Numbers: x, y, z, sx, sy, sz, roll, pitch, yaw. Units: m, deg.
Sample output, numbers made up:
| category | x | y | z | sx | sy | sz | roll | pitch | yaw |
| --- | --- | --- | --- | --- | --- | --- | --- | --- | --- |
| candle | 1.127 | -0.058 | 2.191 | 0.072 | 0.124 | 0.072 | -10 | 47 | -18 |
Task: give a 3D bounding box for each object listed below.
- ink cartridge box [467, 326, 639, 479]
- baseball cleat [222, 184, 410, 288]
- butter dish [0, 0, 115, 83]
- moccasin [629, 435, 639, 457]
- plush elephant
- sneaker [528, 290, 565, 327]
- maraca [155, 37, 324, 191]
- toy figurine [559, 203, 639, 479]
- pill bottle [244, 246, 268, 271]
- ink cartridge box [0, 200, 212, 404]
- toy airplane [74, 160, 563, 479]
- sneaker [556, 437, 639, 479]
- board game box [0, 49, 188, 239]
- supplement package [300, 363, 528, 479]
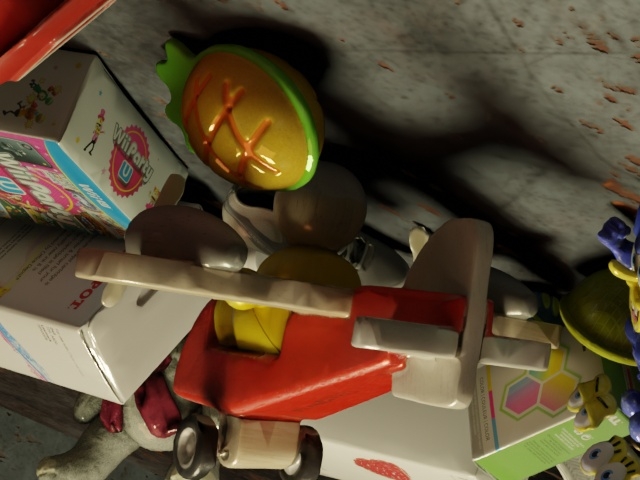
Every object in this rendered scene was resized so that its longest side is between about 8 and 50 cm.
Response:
| category | x | y | z | sx | sy | sz | roll | pitch | yaw |
| --- | --- | --- | --- | --- | --- | --- | --- | --- | --- |
| ink cartridge box | 0.244 | 0.146 | 1.330 | 0.209 | 0.109 | 0.062 | -29 | 129 | 27 |
| baseball cleat | 0.000 | 0.000 | 1.361 | 0.205 | 0.072 | 0.109 | 19 | 157 | -4 |
| butter dish | -0.206 | -0.198 | 0.972 | 0.118 | 0.160 | 0.160 | 51 | 152 | -12 |
| moccasin | 0.431 | 0.286 | 1.602 | 0.139 | 0.147 | 0.380 | 3 | 177 | 3 |
| plush elephant | -0.212 | 0.135 | 1.685 | 0.271 | 0.330 | 0.255 | 2 | 130 | 39 |
| sneaker | 0.241 | 0.108 | 1.432 | 0.078 | 0.067 | 0.188 | 7 | 152 | 47 |
| maraca | -0.070 | -0.104 | 1.117 | 0.185 | 0.099 | 0.127 | 22 | 130 | 40 |
| toy figurine | 0.308 | 0.044 | 1.108 | 0.191 | 0.217 | 0.362 | 5 | -157 | 2 |
| pill bottle | -0.082 | 0.028 | 1.518 | 0.067 | 0.067 | 0.120 | 31 | 158 | -27 |
| ink cartridge box | -0.267 | 0.044 | 1.476 | 0.278 | 0.201 | 0.117 | 11 | 136 | 37 |
| toy airplane | 0.016 | 0.047 | 1.199 | 0.384 | 0.273 | 0.386 | -7 | 158 | 8 |
| sneaker | 0.336 | 0.282 | 1.543 | 0.108 | 0.293 | 0.169 | -30 | 159 | 11 |
| board game box | -0.314 | -0.105 | 1.354 | 0.303 | 0.098 | 0.224 | 10 | 158 | 24 |
| supplement package | 0.099 | 0.198 | 1.628 | 0.292 | 0.175 | 0.177 | 9 | 156 | 28 |
